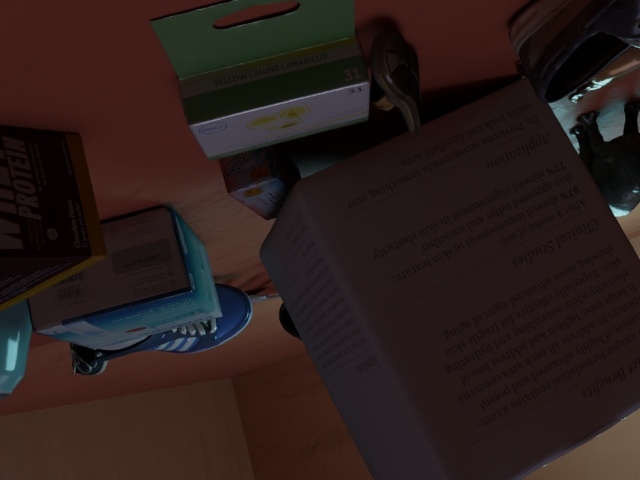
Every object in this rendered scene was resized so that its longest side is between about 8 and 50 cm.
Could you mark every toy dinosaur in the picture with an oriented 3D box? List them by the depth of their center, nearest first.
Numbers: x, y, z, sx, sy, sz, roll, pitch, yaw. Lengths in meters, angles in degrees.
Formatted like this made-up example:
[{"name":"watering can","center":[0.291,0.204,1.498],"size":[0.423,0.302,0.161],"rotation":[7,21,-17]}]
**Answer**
[{"name":"toy dinosaur","center":[0.429,-0.100,1.378],"size":[0.121,0.160,0.313],"rotation":[-10,167,-20]}]

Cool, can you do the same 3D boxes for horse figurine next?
[{"name":"horse figurine","center":[0.342,-0.210,0.986],"size":[0.263,0.066,0.174],"rotation":[-19,174,8]}]

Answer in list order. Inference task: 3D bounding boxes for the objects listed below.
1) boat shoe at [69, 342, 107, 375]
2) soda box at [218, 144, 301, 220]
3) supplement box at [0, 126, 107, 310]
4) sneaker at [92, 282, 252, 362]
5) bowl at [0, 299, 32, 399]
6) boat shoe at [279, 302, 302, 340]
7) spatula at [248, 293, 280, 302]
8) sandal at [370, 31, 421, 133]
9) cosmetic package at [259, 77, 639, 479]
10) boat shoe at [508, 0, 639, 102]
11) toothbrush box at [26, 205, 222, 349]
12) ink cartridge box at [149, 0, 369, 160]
[{"name":"boat shoe","center":[-0.473,0.223,1.947],"size":[0.079,0.095,0.254],"rotation":[-8,165,-37]},{"name":"soda box","center":[-0.066,-0.074,1.136],"size":[0.063,0.058,0.183],"rotation":[-17,169,8]},{"name":"supplement box","center":[-0.346,-0.014,0.890],"size":[0.191,0.129,0.194],"rotation":[-23,166,37]},{"name":"sneaker","center":[-0.271,0.138,1.698],"size":[0.323,0.130,0.236],"rotation":[-7,171,-11]},{"name":"bowl","center":[-0.572,0.174,1.423],"size":[0.312,0.163,0.311],"rotation":[-14,169,-3]},{"name":"boat shoe","center":[0.108,0.118,1.969],"size":[0.500,0.186,0.156],"rotation":[-18,175,42]},{"name":"spatula","center":[-0.161,0.122,1.975],"size":[0.168,0.019,0.242],"rotation":[-2,173,-29]},{"name":"sandal","center":[0.067,-0.153,0.916],"size":[0.049,0.072,0.180],"rotation":[-2,171,17]},{"name":"cosmetic package","center":[0.167,0.079,1.168],"size":[0.329,0.393,0.327],"rotation":[-25,172,-17]},{"name":"boat shoe","center":[0.279,-0.211,0.828],"size":[0.103,0.092,0.285],"rotation":[-7,166,-32]},{"name":"toothbrush box","center":[-0.277,0.064,1.361],"size":[0.216,0.126,0.295],"rotation":[-14,170,-2]},{"name":"ink cartridge box","center":[-0.043,-0.145,0.844],"size":[0.171,0.056,0.235],"rotation":[-14,171,0]}]
